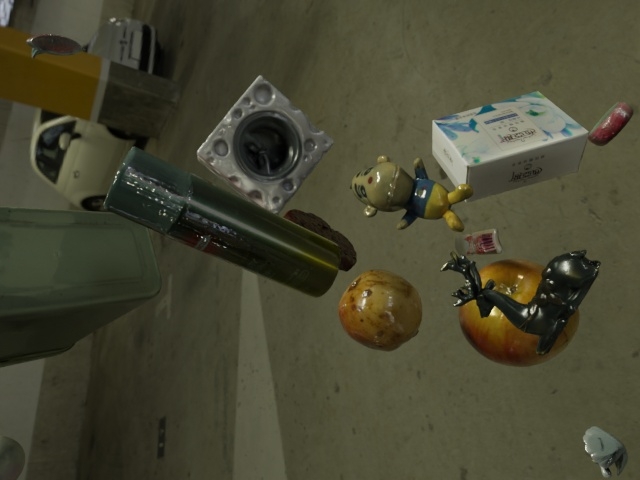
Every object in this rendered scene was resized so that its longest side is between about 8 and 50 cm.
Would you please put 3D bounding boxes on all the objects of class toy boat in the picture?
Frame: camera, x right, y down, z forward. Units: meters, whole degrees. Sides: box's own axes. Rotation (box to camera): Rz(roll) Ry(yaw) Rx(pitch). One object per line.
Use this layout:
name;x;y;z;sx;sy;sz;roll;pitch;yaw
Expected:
toy boat;-0.503;-0.360;0.847;0.122;0.096;0.034;17;111;47

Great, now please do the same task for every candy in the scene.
candy;0.651;-0.261;1.017;0.043;0.103;0.103;38;121;12

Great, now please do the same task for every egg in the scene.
egg;-0.581;0.393;0.782;0.134;0.103;0.103;-21;56;12

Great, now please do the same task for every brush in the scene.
brush;0.393;0.013;1.188;0.321;0.050;0.060;61;-164;-87

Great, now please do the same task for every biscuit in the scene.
biscuit;0.000;0.000;0.974;0.049;0.192;0.192;-56;37;19

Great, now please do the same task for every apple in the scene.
apple;0.500;0.183;1.159;0.285;0.233;0.286;-22;42;21

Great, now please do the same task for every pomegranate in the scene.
pomegranate;0.153;0.183;1.138;0.215;0.215;0.216;-25;60;54

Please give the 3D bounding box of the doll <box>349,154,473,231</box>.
doll;0.114;-0.065;0.622;0.179;0.088;0.102;14;89;37

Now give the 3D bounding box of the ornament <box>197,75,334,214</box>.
ornament;-0.151;-0.231;1.176;0.239;0.239;0.239;-52;14;-5

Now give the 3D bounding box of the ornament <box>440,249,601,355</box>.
ornament;0.338;0.068;0.813;0.236;0.080;0.202;29;115;24

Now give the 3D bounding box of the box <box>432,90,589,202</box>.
box;0.425;-0.222;1.052;0.116;0.274;0.203;75;179;-46

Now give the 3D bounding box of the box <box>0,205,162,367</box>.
box;-0.501;0.086;0.721;0.343;0.351;0.178;-27;76;29

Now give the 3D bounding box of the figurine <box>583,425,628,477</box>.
figurine;0.588;0.441;0.936;0.082;0.086;0.095;-5;48;18

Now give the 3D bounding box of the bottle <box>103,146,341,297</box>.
bottle;-0.110;-0.015;0.559;0.082;0.286;0.082;-47;28;35
